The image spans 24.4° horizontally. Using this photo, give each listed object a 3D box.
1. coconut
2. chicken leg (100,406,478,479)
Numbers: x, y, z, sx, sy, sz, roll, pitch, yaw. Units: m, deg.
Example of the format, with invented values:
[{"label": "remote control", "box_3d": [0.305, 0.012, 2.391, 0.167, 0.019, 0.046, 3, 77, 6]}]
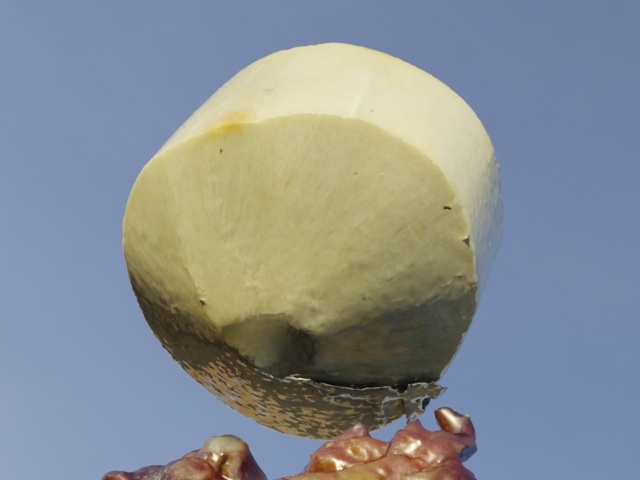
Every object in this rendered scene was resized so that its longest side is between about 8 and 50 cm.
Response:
[{"label": "coconut", "box_3d": [0.000, 0.000, 1.195, 0.323, 0.323, 0.323, 26, -43, 26]}, {"label": "chicken leg", "box_3d": [0.051, 0.140, 0.567, 0.322, 0.177, 0.083, 18, -47, 34]}]
